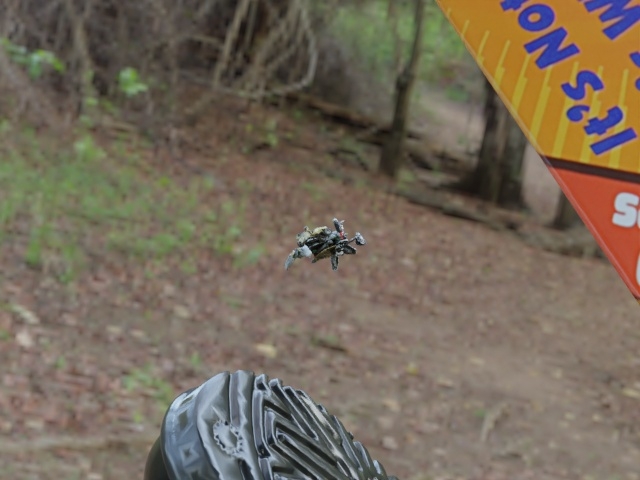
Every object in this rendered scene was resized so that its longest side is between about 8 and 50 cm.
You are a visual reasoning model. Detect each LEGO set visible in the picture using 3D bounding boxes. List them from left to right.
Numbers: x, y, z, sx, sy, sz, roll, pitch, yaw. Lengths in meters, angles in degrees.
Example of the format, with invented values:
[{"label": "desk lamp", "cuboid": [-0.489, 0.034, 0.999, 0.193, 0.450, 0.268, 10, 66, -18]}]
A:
[{"label": "LEGO set", "cuboid": [0.002, -0.001, 0.969, 0.054, 0.023, 0.083, -15, -19, -16]}]

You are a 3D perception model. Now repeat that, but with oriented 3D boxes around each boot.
[{"label": "boot", "cuboid": [-0.061, 0.232, 0.867, 0.348, 0.260, 0.131, 44, 18, -46]}]

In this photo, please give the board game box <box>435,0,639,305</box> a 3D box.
[{"label": "board game box", "cuboid": [0.236, -0.208, 0.550, 0.356, 0.356, 0.356, 0, 55, -56]}]
